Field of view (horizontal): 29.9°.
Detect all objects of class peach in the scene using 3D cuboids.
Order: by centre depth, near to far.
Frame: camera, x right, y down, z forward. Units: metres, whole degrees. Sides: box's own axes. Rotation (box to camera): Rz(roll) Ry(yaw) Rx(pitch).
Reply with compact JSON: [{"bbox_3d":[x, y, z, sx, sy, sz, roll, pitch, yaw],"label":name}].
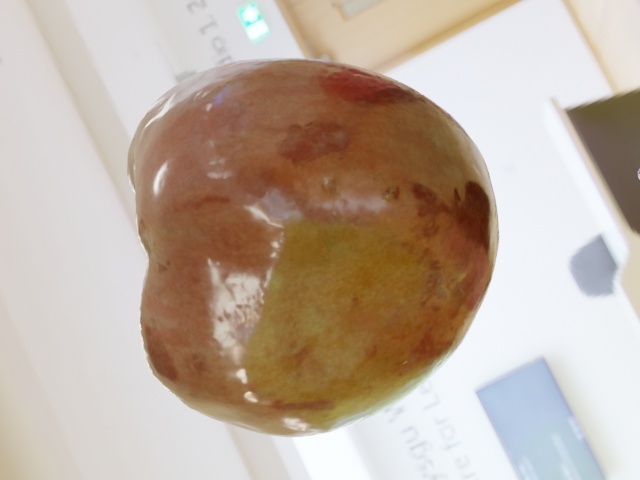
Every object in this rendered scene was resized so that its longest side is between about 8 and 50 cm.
[{"bbox_3d":[0.000,0.000,0.473,0.152,0.152,0.152,61,-172,-14],"label":"peach"}]

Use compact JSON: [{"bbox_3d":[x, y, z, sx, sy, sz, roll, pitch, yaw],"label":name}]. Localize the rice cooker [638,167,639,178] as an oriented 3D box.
[{"bbox_3d":[0.220,-0.027,0.511,0.106,0.165,0.112,59,156,17],"label":"rice cooker"}]
